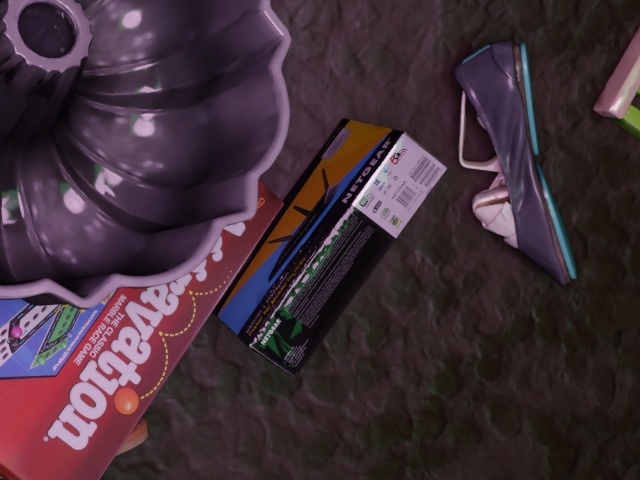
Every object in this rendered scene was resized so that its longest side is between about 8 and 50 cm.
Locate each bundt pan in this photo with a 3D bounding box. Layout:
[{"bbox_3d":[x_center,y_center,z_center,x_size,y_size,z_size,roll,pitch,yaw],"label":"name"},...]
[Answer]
[{"bbox_3d":[-0.187,-0.110,0.786,0.331,0.124,0.330,9,73,-30],"label":"bundt pan"}]

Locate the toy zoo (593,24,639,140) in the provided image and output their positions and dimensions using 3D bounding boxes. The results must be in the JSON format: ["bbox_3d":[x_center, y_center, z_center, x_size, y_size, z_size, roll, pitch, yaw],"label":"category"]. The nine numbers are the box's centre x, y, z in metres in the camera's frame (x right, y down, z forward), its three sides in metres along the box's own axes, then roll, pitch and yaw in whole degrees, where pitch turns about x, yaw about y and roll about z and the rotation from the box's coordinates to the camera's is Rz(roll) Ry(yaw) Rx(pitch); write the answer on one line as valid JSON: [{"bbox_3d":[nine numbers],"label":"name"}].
[{"bbox_3d":[0.389,-0.117,1.067,0.293,0.030,0.192,31,89,-18],"label":"toy zoo"}]

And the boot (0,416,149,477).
[{"bbox_3d":[-0.251,0.043,0.872,0.284,0.109,0.220,4,91,-13],"label":"boot"}]

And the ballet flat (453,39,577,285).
[{"bbox_3d":[0.145,-0.055,0.989,0.074,0.074,0.203,-22,110,-13],"label":"ballet flat"}]

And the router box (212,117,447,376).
[{"bbox_3d":[0.000,0.000,0.913,0.046,0.133,0.179,37,86,-19],"label":"router box"}]

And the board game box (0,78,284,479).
[{"bbox_3d":[-0.147,0.031,0.867,0.145,0.027,0.281,43,59,-19],"label":"board game box"}]
